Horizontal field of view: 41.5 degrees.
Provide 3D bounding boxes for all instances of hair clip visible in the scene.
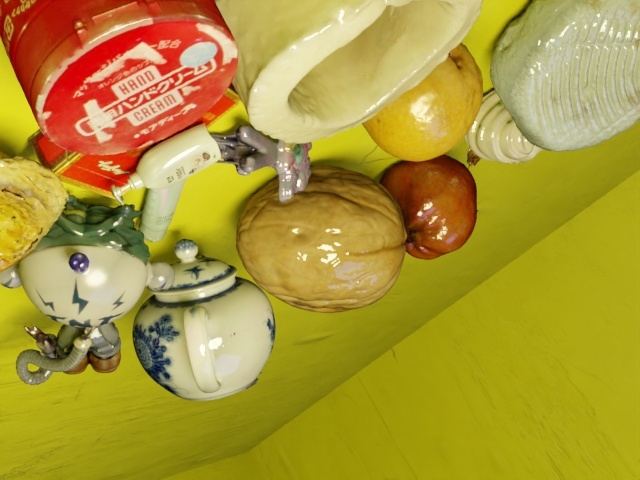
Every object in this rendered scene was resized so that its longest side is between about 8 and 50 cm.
[{"bbox_3d":[-0.077,-0.130,1.351,0.090,0.137,0.278,0,-179,36],"label":"hair clip"}]

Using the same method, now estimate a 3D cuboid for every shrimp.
[{"bbox_3d":[0.346,-0.211,1.797,0.095,0.045,0.162,-50,-174,40],"label":"shrimp"}]

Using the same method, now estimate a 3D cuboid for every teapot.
[{"bbox_3d":[-0.211,0.130,1.495,0.253,0.279,0.424,-11,-165,-4],"label":"teapot"}]

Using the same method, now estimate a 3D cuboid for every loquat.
[{"bbox_3d":[0.144,-0.228,1.291,0.208,0.208,0.208,-27,161,-10],"label":"loquat"}]

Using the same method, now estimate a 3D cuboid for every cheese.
[{"bbox_3d":[0.035,-0.277,1.071,0.332,0.153,0.292,-39,160,21],"label":"cheese"}]

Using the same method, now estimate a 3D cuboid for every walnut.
[{"bbox_3d":[0.000,-0.002,1.541,0.313,0.277,0.251,4,129,6],"label":"walnut"}]

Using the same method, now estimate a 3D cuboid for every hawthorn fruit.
[{"bbox_3d":[0.239,-0.090,1.801,0.261,0.224,0.224,-48,175,-37],"label":"hawthorn fruit"}]

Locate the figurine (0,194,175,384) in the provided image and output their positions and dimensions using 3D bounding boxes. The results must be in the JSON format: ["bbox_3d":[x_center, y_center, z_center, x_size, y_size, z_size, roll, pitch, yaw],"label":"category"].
[{"bbox_3d":[-0.363,0.077,1.326,0.261,0.186,0.382,-12,151,-20],"label":"figurine"}]

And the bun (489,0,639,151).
[{"bbox_3d":[0.471,-0.330,1.505,0.355,0.194,0.354,-9,135,-9],"label":"bun"}]

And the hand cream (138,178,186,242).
[{"bbox_3d":[-0.248,-0.074,1.334,0.078,0.050,0.205,-19,154,-33],"label":"hand cream"}]

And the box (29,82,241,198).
[{"bbox_3d":[-0.235,-0.159,1.103,0.240,0.074,0.153,-36,165,12],"label":"box"}]

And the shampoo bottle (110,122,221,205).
[{"bbox_3d":[-0.209,-0.098,1.118,0.152,0.045,0.077,-28,163,-11],"label":"shampoo bottle"}]

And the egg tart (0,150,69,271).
[{"bbox_3d":[-0.451,-0.036,1.031,0.291,0.107,0.290,-22,162,-8],"label":"egg tart"}]

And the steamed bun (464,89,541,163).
[{"bbox_3d":[0.379,-0.240,1.692,0.183,0.183,0.106,-29,141,-6],"label":"steamed bun"}]

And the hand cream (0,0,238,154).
[{"bbox_3d":[-0.213,-0.210,0.881,0.230,0.149,0.230,-27,163,-9],"label":"hand cream"}]
